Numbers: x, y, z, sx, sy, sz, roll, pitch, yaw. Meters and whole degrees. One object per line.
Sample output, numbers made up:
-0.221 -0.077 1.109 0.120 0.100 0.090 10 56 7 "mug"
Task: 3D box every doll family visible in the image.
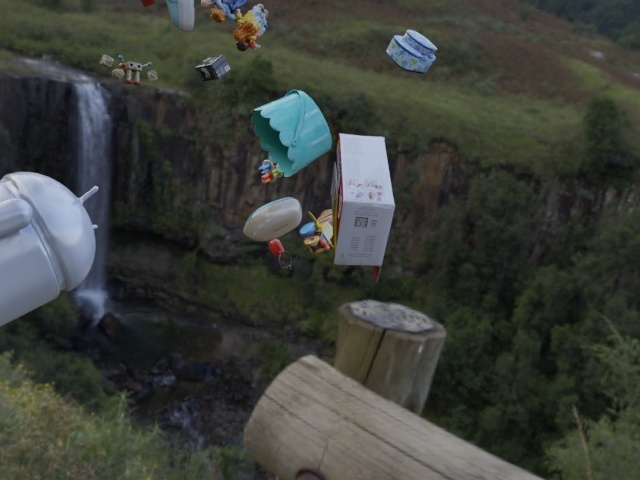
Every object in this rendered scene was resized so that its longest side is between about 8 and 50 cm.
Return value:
-0.271 -0.731 1.959 0.263 0.163 0.118 46 -28 -21 "doll family"

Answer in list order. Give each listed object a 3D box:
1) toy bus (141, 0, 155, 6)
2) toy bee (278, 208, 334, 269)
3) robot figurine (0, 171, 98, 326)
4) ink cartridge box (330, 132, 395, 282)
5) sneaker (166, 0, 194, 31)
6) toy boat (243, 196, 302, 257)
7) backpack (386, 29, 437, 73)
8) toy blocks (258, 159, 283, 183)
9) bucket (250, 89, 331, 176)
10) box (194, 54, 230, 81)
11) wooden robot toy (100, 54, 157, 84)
-0.459 -0.717 1.644 0.202 0.191 0.104 35 -9 0 "toy bus"
0.000 0.000 2.324 0.195 0.298 0.162 35 -21 -35 "toy bee"
-0.490 0.025 0.897 0.354 0.199 0.300 -31 -1 -31 "robot figurine"
0.099 -0.084 1.611 0.130 0.271 0.309 4 40 -4 "ink cartridge box"
-0.404 -0.685 1.470 0.150 0.365 0.135 -14 16 -7 "sneaker"
-0.211 -0.061 2.640 0.268 0.318 0.148 -23 58 -17 "toy boat"
0.232 -0.488 1.566 0.114 0.084 0.105 -13 55 -44 "backpack"
-0.201 -0.275 2.418 0.054 0.123 0.148 36 40 14 "toy blocks"
-0.101 -0.382 2.151 0.183 0.281 0.281 -32 27 -15 "bucket"
-0.329 -0.526 1.864 0.083 0.052 0.062 7 47 42 "box"
-0.590 -0.517 1.861 0.173 0.076 0.079 3 10 -39 "wooden robot toy"
